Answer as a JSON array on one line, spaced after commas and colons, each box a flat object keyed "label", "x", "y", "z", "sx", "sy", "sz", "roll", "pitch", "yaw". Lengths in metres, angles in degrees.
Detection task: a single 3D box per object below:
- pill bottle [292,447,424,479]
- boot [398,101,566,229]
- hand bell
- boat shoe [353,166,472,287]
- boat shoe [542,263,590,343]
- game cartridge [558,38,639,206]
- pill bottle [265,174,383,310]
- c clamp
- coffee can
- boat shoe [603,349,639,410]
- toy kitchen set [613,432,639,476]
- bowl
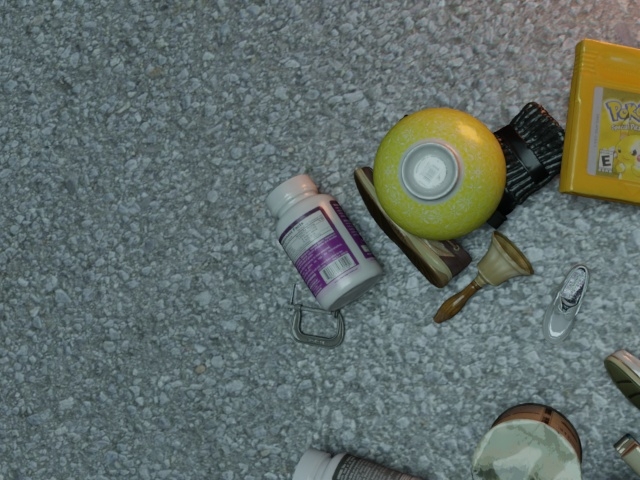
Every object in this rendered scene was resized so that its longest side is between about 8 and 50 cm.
[{"label": "pill bottle", "x": 0.087, "y": 0.570, "z": 1.681, "sx": 0.283, "sy": 0.161, "sz": 0.161, "roll": 15, "pitch": 89, "yaw": 20}, {"label": "boot", "x": 0.371, "y": -0.225, "z": 1.680, "sx": 0.348, "sy": 0.131, "sz": 0.260, "roll": 45, "pitch": 106, "yaw": 7}, {"label": "hand bell", "x": 0.344, "y": 0.104, "z": 1.690, "sx": 0.242, "sy": 0.126, "sz": 0.126, "roll": -45, "pitch": 72, "yaw": 23}, {"label": "boat shoe", "x": 0.212, "y": -0.053, "z": 1.738, "sx": 0.123, "sy": 0.123, "sz": 0.342, "roll": -36, "pitch": 70, "yaw": -9}, {"label": "boat shoe", "x": 0.532, "y": 0.137, "z": 1.627, "sx": 0.066, "sy": 0.063, "sz": 0.184, "roll": 30, "pitch": 94, "yaw": 19}, {"label": "game cartridge", "x": 0.652, "y": -0.236, "z": 1.570, "sx": 0.285, "sy": 0.052, "sz": 0.324, "roll": 8, "pitch": 87, "yaw": -8}, {"label": "pill bottle", "x": 0.000, "y": 0.000, "z": 1.766, "sx": 0.169, "sy": 0.169, "sz": 0.302, "roll": -36, "pitch": 74, "yaw": 12}, {"label": "c clamp", "x": -0.013, "y": 0.188, "z": 1.827, "sx": 0.160, "sy": 0.022, "sz": 0.137, "roll": 13, "pitch": 89, "yaw": 20}, {"label": "coffee can", "x": 0.421, "y": 0.443, "z": 1.521, "sx": 0.201, "sy": 0.275, "sz": 0.202, "roll": -2, "pitch": 84, "yaw": 19}, {"label": "boat shoe", "x": 0.719, "y": 0.323, "z": 1.530, "sx": 0.103, "sy": 0.113, "sz": 0.302, "roll": -44, "pitch": 77, "yaw": -10}, {"label": "toy kitchen set", "x": 0.686, "y": 0.405, "z": 1.474, "sx": 0.166, "sy": 0.207, "sz": 0.122, "roll": -46, "pitch": 73, "yaw": 6}, {"label": "bowl", "x": 0.236, "y": -0.141, "z": 1.574, "sx": 0.289, "sy": 0.156, "sz": 0.290, "roll": 1, "pitch": 93, "yaw": 16}]
